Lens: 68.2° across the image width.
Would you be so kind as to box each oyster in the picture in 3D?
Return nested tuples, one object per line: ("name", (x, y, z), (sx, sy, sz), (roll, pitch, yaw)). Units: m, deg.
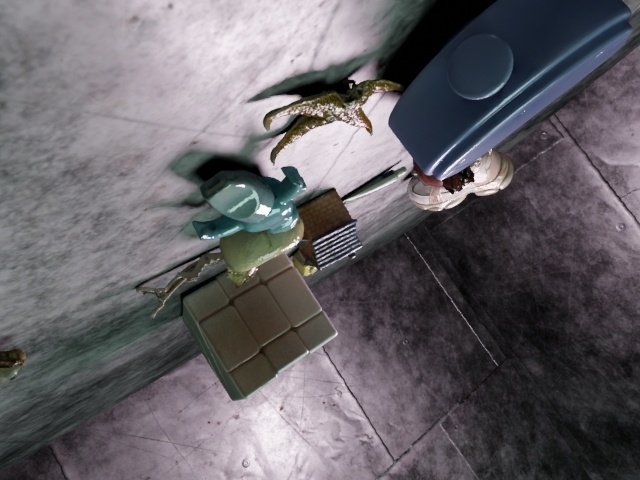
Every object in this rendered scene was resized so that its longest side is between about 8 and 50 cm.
("oyster", (-0.562, 0.218, 0.789), (0.148, 0.051, 0.103), (-16, 171, -9))

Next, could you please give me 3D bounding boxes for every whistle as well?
("whistle", (-0.106, -0.065, 0.771), (0.186, 0.093, 0.274), (-29, 169, 13))

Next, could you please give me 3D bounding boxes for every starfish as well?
("starfish", (0.008, -0.182, 0.696), (0.247, 0.050, 0.138), (-20, 166, -29))

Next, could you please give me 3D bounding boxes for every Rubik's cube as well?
("Rubik's cube", (-0.193, 0.251, 1.395), (0.316, 0.318, 0.322), (-30, 171, -22))

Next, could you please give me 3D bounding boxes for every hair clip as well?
("hair clip", (-0.283, 0.069, 1.005), (0.226, 0.072, 0.034), (-39, -179, -26))

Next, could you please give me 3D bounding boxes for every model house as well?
("model house", (0.000, 0.000, 1.211), (0.166, 0.172, 0.183), (-31, 171, -24))

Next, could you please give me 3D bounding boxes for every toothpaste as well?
("toothpaste", (0.152, -0.154, 1.356), (0.216, 0.037, 0.062), (-29, 171, -1))

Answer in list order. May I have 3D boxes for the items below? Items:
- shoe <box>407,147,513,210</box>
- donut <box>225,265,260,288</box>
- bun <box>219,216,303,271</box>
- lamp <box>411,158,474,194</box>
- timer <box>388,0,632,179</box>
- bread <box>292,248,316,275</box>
("shoe", (0.424, -0.234, 1.540), (0.351, 0.172, 0.198), (-18, 144, 33))
("donut", (-0.175, 0.047, 1.127), (0.117, 0.065, 0.166), (-60, -170, -24))
("bun", (-0.120, -0.016, 0.951), (0.188, 0.111, 0.164), (-31, -172, -30))
("lamp", (0.314, -0.222, 1.218), (0.151, 0.215, 0.223), (-47, -166, -2))
("timer", (0.276, -0.265, 0.752), (0.395, 0.173, 0.395), (-34, 174, -4))
("bread", (-0.025, 0.048, 1.646), (0.156, 0.103, 0.110), (-38, 160, -5))
